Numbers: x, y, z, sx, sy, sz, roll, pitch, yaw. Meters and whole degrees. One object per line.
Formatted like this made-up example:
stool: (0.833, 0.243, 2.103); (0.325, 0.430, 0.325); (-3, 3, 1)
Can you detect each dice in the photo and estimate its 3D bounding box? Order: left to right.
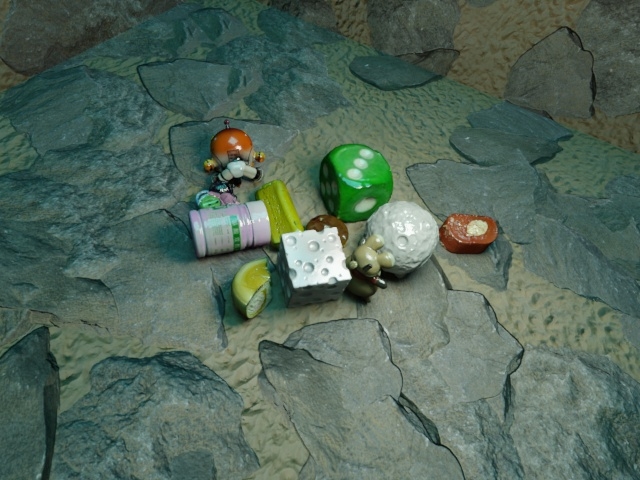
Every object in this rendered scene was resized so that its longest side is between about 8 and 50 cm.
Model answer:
dice: (0.170, -0.284, 2.101); (0.297, 0.287, 0.300); (-12, 56, -19)

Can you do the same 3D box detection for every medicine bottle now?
medicine bottle: (-0.401, -0.053, 1.856); (0.325, 0.212, 0.212); (-10, 55, -20)

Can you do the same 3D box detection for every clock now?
clock: (-0.495, -0.194, 2.018); (0.193, 0.100, 0.196); (-17, 56, -21)

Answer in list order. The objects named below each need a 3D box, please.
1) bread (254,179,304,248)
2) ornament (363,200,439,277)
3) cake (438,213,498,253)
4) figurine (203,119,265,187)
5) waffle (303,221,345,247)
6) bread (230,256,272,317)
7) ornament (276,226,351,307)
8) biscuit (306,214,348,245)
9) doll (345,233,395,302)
bread: (-0.192, -0.121, 2.005); (0.166, 0.112, 0.384); (-26, 57, 3)
ornament: (0.350, -0.018, 1.892); (0.336, 0.337, 0.337); (6, 51, -7)
cake: (0.736, -0.028, 2.108); (0.282, 0.151, 0.177); (6, 63, -6)
figurine: (-0.448, -0.442, 2.159); (0.319, 0.196, 0.323); (-13, 66, -13)
waffle: (0.000, 0.000, 1.998); (0.228, 0.051, 0.231); (34, 54, 12)
bread: (-0.281, 0.187, 1.738); (0.156, 0.158, 0.261); (24, 51, 21)
ornament: (-0.037, 0.116, 1.754); (0.239, 0.239, 0.240); (-8, 64, -15)
biscuit: (0.035, -0.042, 1.981); (0.212, 0.036, 0.212); (7, 51, -9)
doll: (0.183, 0.122, 1.758); (0.174, 0.330, 0.235); (-23, 67, -21)
